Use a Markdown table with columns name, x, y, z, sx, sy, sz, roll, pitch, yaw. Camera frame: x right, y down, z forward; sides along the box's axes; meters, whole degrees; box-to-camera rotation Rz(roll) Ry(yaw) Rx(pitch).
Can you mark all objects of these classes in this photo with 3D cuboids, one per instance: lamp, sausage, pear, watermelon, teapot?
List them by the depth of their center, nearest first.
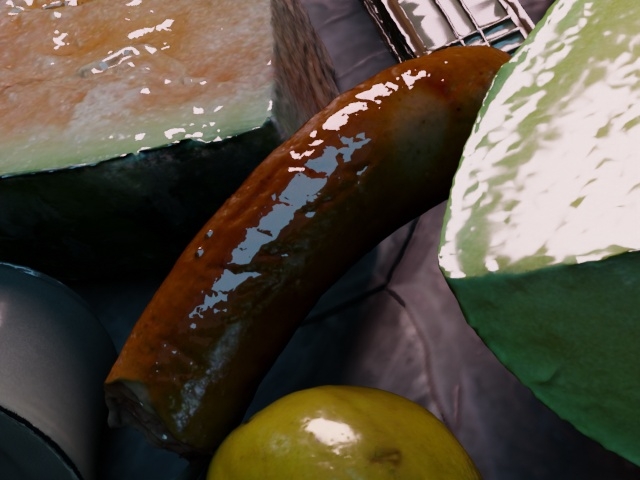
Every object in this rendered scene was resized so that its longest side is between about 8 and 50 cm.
| name | x | y | z | sx | sy | sz | roll | pitch | yaw |
| --- | --- | --- | --- | --- | --- | --- | --- | --- | --- |
| pear | 0.020 | 0.150 | 0.938 | 0.149 | 0.149 | 0.162 | -41 | 56 | -15 |
| sausage | -0.002 | -0.004 | 0.989 | 0.302 | 0.103 | 0.076 | -46 | 39 | -10 |
| teapot | -0.176 | 0.083 | 1.053 | 0.239 | 0.162 | 0.149 | 20 | 46 | -2 |
| watermelon | -0.105 | -0.070 | 1.151 | 0.264 | 0.151 | 0.302 | -8 | 36 | 13 |
| lamp | 0.084 | -0.132 | 1.164 | 0.090 | 0.089 | 0.325 | -25 | 52 | -2 |

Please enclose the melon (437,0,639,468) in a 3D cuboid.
| name | x | y | z | sx | sy | sz | roll | pitch | yaw |
| --- | --- | --- | --- | --- | --- | --- | --- | --- | --- |
| melon | 0.255 | -0.049 | 0.962 | 0.331 | 0.226 | 0.343 | 22 | 49 | 4 |
